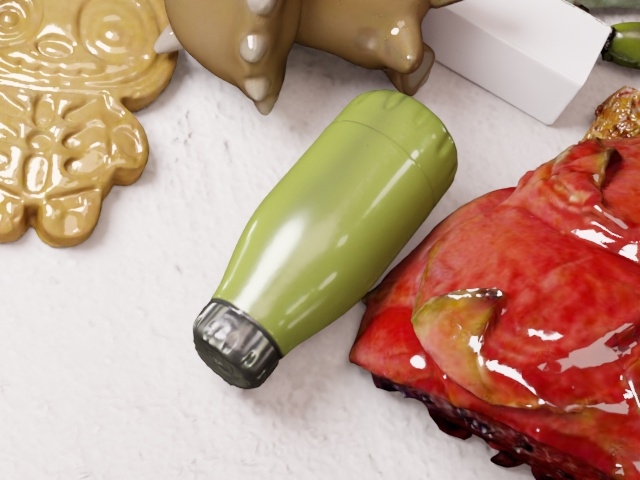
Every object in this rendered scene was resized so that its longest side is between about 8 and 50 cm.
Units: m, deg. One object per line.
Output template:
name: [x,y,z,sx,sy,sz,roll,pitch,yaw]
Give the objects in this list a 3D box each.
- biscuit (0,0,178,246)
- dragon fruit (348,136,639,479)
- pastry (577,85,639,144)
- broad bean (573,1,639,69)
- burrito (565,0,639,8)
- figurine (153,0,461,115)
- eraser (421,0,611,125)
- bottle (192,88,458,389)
biscuit: [-0.226,-0.134,0.860,0.201,0.044,0.289,10,65,-7]
dragon fruit: [0.206,0.016,0.754,0.286,0.228,0.329,30,83,5]
pastry: [0.271,-0.069,0.920,0.087,0.063,0.170,23,67,-6]
broad bean: [0.378,-0.150,0.978,0.325,0.067,0.075,22,36,0]
burrito: [0.306,-0.273,1.006,0.309,0.066,0.096,-4,75,-12]
figurine: [-0.017,-0.189,0.846,0.247,0.177,0.173,34,49,-2]
eraser: [0.110,-0.222,0.939,0.298,0.078,0.076,30,66,1]
bottle: [0.000,0.000,0.811,0.112,0.112,0.260,38,67,5]
